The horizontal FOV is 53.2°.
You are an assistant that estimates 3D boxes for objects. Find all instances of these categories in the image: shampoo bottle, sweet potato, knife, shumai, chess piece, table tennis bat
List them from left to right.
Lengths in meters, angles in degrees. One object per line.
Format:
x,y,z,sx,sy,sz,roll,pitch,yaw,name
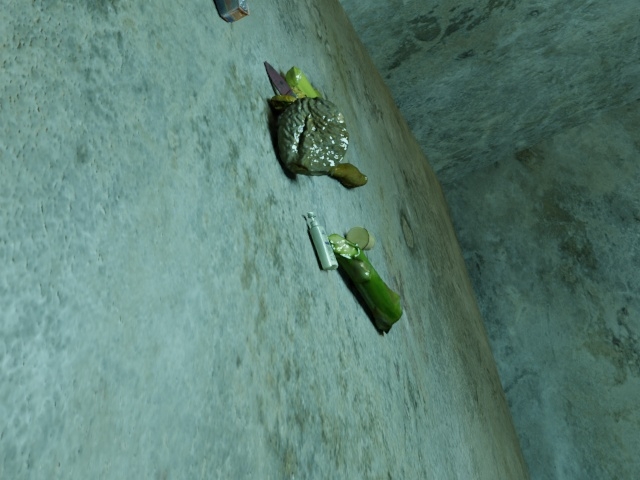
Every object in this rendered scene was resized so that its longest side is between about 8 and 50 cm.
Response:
-0.078,-0.364,1.627,0.247,0.035,0.018,53,-24,13,knife
-0.023,-0.224,1.526,0.176,0.166,0.206,108,-9,-67,shumai
-0.008,-0.373,1.871,0.369,0.054,0.224,47,27,-56,table tennis bat
0.000,0.000,1.440,0.049,0.034,0.141,7,60,-61,shampoo bottle
0.079,-0.193,1.867,0.273,0.067,0.067,6,61,-63,sweet potato
0.113,0.001,1.726,0.122,0.066,0.066,23,46,-73,chess piece

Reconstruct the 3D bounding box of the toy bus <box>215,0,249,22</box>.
-0.225,-0.612,1.498,0.192,0.077,0.065,70,16,7,toy bus

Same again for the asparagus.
0.114,0.102,1.566,0.343,0.085,0.082,58,43,-30,asparagus

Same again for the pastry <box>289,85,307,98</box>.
-0.054,-0.329,1.669,0.080,0.056,0.140,21,54,-56,pastry

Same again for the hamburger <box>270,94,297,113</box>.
-0.082,-0.333,1.568,0.083,0.076,0.044,-22,117,-77,hamburger
